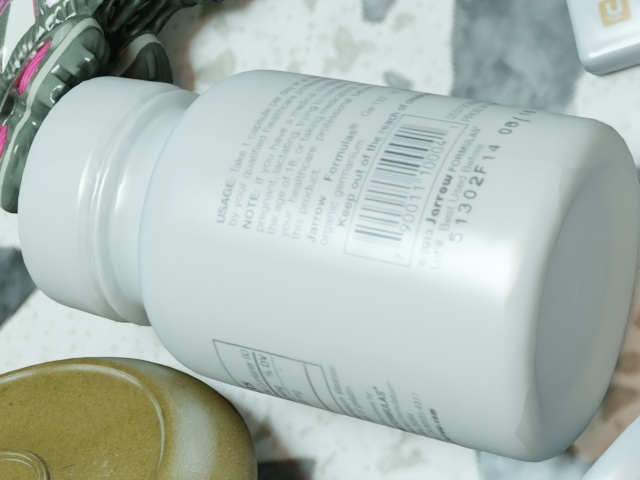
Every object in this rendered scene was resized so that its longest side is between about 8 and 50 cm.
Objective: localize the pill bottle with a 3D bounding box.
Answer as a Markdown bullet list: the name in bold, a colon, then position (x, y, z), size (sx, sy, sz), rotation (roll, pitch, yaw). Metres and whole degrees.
- **pill bottle**: position (0.000, 0.000, 0.631), size (0.229, 0.131, 0.131), rotation (12, 84, 27)

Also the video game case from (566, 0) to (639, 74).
- **video game case**: position (0.189, -0.188, 0.641), size (0.212, 0.023, 0.193), rotation (-16, 73, 22)

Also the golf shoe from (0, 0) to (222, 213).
- **golf shoe**: position (-0.092, -0.143, 0.725), size (0.120, 0.105, 0.273), rotation (37, 96, 34)

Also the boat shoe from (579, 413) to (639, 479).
- **boat shoe**: position (0.092, 0.164, 0.592), size (0.076, 0.083, 0.226), rotation (36, 107, 15)

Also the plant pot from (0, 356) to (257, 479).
- **plant pot**: position (-0.140, 0.121, 0.644), size (0.236, 0.032, 0.236), rotation (-18, 30, 11)
